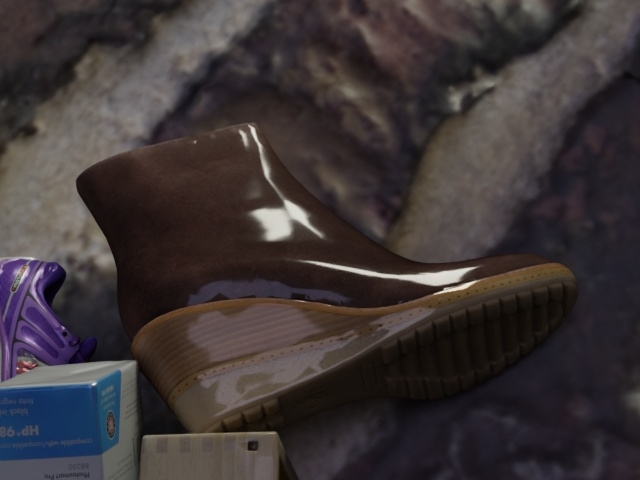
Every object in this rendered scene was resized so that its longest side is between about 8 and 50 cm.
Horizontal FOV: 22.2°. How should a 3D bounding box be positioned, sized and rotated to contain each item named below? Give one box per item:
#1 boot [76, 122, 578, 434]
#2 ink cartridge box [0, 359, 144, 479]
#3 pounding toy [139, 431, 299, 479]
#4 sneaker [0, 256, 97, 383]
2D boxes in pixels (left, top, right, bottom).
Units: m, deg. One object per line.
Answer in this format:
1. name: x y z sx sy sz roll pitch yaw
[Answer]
1. boot: 0.000 0.000 0.938 0.248 0.090 0.207 -16 53 -14
2. ink cartridge box: -0.124 0.157 0.838 0.060 0.104 0.180 -4 91 5
3. pounding toy: -0.038 0.171 0.833 0.100 0.141 0.130 -2 65 6
4. sneaker: -0.160 0.084 0.934 0.071 0.068 0.170 -8 67 -10
